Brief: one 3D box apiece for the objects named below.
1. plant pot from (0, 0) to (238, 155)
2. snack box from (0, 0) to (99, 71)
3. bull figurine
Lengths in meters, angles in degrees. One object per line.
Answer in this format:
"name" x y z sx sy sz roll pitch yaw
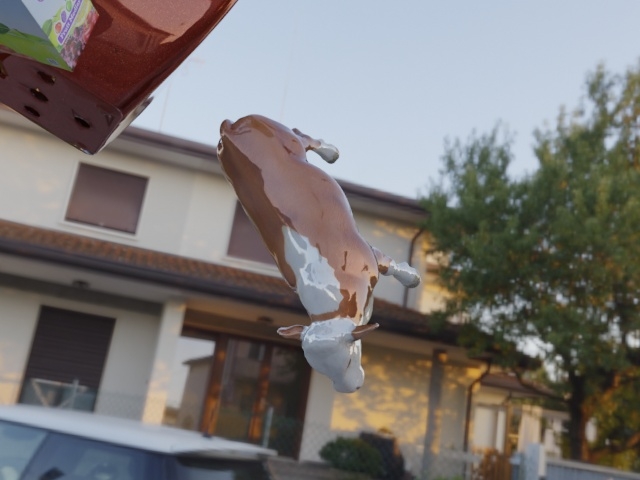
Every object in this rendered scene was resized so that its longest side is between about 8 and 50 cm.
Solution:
"plant pot" -0.283 -0.263 0.854 0.267 0.236 0.267 32 -24 -21
"snack box" -0.294 -0.229 0.540 0.174 0.070 0.207 16 -16 7
"bull figurine" 0.000 0.000 0.722 0.101 0.311 0.188 -35 -20 23
